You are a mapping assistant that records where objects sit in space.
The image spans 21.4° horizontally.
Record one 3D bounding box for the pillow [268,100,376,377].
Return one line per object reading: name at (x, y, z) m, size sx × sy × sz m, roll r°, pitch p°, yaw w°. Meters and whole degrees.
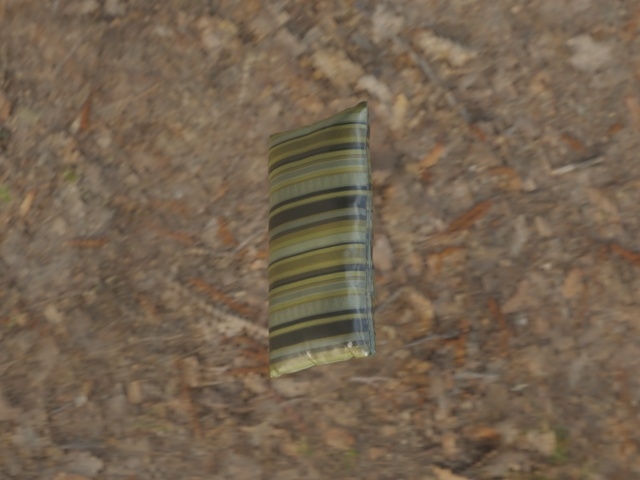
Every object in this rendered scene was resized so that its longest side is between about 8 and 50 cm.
pillow at (0.000, 0.000, 1.316) m, size 0.038 × 0.113 × 0.203 m, roll 17°, pitch 67°, yaw -44°
